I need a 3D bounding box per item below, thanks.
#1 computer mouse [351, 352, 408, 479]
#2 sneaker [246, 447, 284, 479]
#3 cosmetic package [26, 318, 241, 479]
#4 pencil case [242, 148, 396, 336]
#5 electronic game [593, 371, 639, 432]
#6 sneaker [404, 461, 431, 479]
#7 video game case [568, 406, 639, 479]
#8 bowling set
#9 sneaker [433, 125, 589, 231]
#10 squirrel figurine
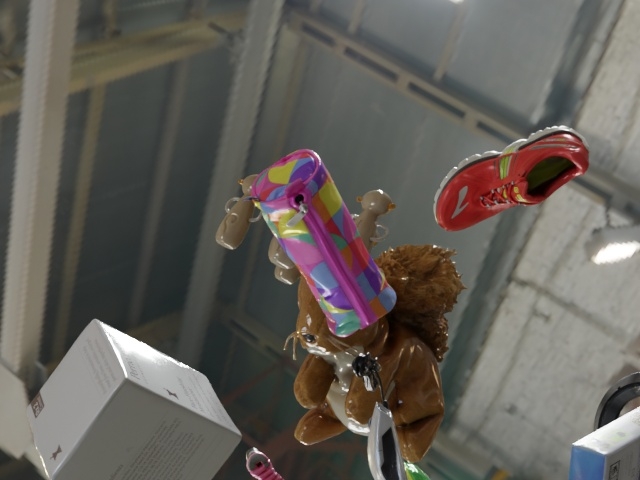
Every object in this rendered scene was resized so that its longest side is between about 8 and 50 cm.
[{"bbox_3d":[0.073,0.239,1.444,0.042,0.193,0.106,-13,-14,2],"label":"computer mouse"},{"bbox_3d":[-0.093,0.403,1.984,0.047,0.057,0.119,-30,-69,-13],"label":"sneaker"},{"bbox_3d":[-0.226,0.221,1.394,0.184,0.151,0.151,34,-84,-34],"label":"cosmetic package"},{"bbox_3d":[0.004,0.006,1.372,0.104,0.104,0.236,-46,-56,-22],"label":"pencil case"},{"bbox_3d":[0.612,0.361,2.176,0.048,0.229,0.229,12,-69,-42],"label":"electronic game"},{"bbox_3d":[0.214,0.427,1.671,0.123,0.295,0.109,-23,-39,-38],"label":"sneaker"},{"bbox_3d":[0.436,0.396,1.699,0.244,0.061,0.269,-11,-71,-48],"label":"video game case"},{"bbox_3d":[0.000,0.000,1.798,0.154,0.287,0.200,-62,-32,-14],"label":"bowling set"},{"bbox_3d":[0.310,-0.094,1.903,0.279,0.118,0.107,-30,-63,14],"label":"sneaker"},{"bbox_3d":[0.090,0.157,2.154,0.397,0.281,0.370,-49,-50,-32],"label":"squirrel figurine"}]
